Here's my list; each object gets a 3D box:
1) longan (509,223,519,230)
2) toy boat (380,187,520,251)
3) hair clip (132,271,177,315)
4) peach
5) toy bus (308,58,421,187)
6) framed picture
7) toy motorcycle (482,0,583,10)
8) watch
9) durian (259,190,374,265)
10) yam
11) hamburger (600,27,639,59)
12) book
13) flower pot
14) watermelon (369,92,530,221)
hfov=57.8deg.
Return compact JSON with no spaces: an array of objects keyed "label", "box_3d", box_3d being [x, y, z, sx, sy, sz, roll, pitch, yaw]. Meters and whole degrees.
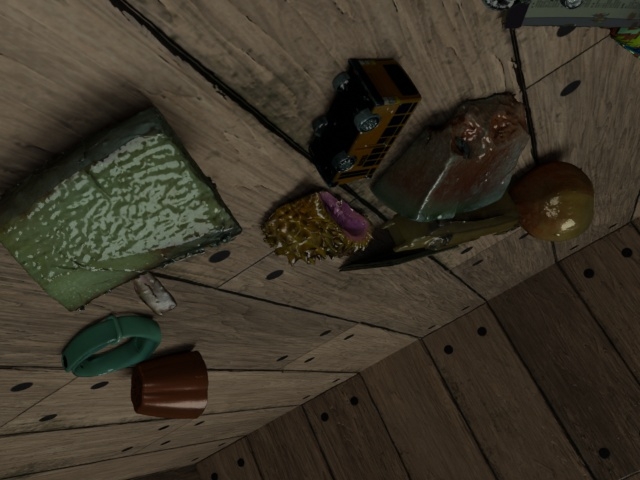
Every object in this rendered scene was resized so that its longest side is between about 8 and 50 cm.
[{"label":"longan","box_3d":[0.550,-0.078,1.702,0.114,0.092,0.113,-19,134,-20]},{"label":"toy boat","box_3d":[0.327,-0.051,1.431,0.446,0.135,0.162,-11,158,-41]},{"label":"hair clip","box_3d":[-0.335,0.039,1.008,0.173,0.069,0.300,-26,148,-6]},{"label":"peach","box_3d":[0.615,-0.104,1.568,0.233,0.232,0.232,-23,157,-10]},{"label":"toy bus","box_3d":[0.065,-0.184,0.927,0.114,0.098,0.201,-13,153,-30]},{"label":"framed picture","box_3d":[0.202,0.045,1.547,0.217,0.017,0.274,-13,180,-30]},{"label":"toy motorcycle","box_3d":[0.311,-0.387,0.703,0.275,0.124,0.187,-18,135,-4]},{"label":"watch","box_3d":[-0.468,0.237,1.313,0.195,0.068,0.237,-3,152,-40]},{"label":"durian","box_3d":[0.000,-0.001,1.237,0.191,0.112,0.341,-35,159,14]},{"label":"yam","box_3d":[-0.270,-0.032,0.764,0.271,0.202,0.201,-31,-166,-3]},{"label":"hamburger","box_3d":[0.595,-0.428,0.947,0.261,0.150,0.276,3,162,-19]},{"label":"book","box_3d":[0.400,-0.375,0.848,0.232,0.026,0.157,1,154,1]},{"label":"flower pot","box_3d":[-0.420,0.399,1.593,0.173,0.190,0.190,6,143,-34]},{"label":"watermelon","box_3d":[0.273,-0.138,1.182,0.264,0.151,0.302,-12,154,-30]}]
